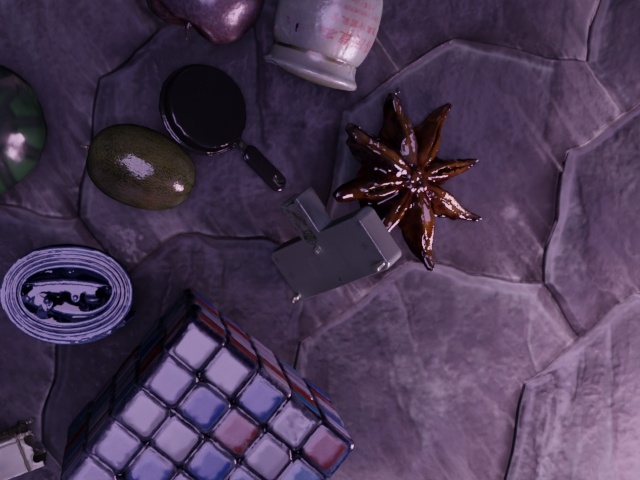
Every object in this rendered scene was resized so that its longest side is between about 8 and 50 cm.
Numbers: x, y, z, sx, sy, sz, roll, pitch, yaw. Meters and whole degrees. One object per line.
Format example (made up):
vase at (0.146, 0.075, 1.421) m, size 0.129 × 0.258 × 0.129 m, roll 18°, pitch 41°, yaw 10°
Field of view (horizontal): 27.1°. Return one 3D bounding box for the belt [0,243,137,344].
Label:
belt at (-0.356, 0.076, 1.896) m, size 0.190 × 0.082 × 0.142 m, roll 1°, pitch 93°, yaw -7°

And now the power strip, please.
power strip at (0.000, 0.000, 1.875) m, size 0.061 × 0.215 × 0.145 m, roll -39°, pitch 100°, yaw -40°

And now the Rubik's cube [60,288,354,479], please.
Rubik's cube at (-0.161, 0.274, 1.840) m, size 0.293 × 0.292 × 0.287 m, roll 39°, pitch 90°, yaw -8°

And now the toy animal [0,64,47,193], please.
toy animal at (-0.533, -0.113, 1.796) m, size 0.338 × 0.191 × 0.216 m, roll -28°, pitch 99°, yaw -4°

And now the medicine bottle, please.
medicine bottle at (0.003, -0.293, 1.868) m, size 0.147 × 0.147 × 0.143 m, roll 17°, pitch 95°, yaw -9°

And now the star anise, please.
star anise at (0.117, -0.086, 1.941) m, size 0.271 × 0.102 × 0.272 m, roll 2°, pitch 87°, yaw -34°

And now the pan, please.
pan at (-0.129, -0.156, 1.907) m, size 0.235 × 0.028 × 0.136 m, roll 43°, pitch 61°, yaw -19°

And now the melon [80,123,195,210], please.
melon at (-0.258, -0.106, 1.873) m, size 0.167 × 0.114 × 0.114 m, roll 20°, pitch 93°, yaw -8°

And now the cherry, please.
cherry at (-0.153, -0.359, 1.844) m, size 0.176 × 0.140 × 0.176 m, roll 0°, pitch 82°, yaw -1°

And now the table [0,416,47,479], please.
table at (-0.444, 0.302, 1.911) m, size 0.083 × 0.079 × 0.062 m, roll -20°, pitch 100°, yaw -7°
